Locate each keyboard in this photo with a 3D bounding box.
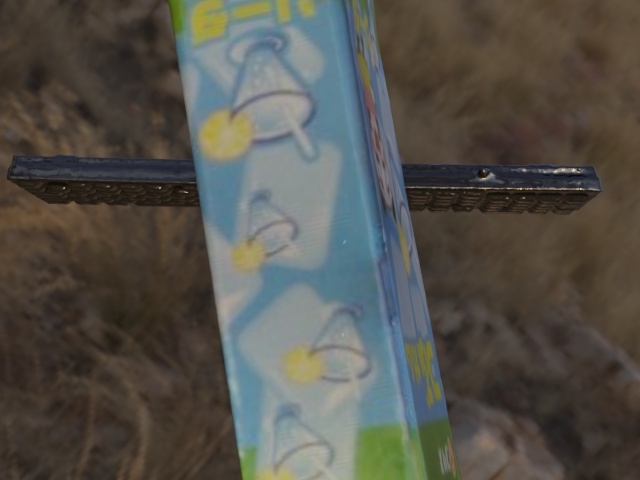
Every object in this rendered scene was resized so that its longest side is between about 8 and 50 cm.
[{"bbox_3d":[-0.008,-0.029,0.859,0.309,0.018,0.101,1,-6,1],"label":"keyboard"}]

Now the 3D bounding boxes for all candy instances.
[{"bbox_3d":[0.000,0.000,0.542,0.097,0.062,0.194,28,52,-78],"label":"candy"}]
